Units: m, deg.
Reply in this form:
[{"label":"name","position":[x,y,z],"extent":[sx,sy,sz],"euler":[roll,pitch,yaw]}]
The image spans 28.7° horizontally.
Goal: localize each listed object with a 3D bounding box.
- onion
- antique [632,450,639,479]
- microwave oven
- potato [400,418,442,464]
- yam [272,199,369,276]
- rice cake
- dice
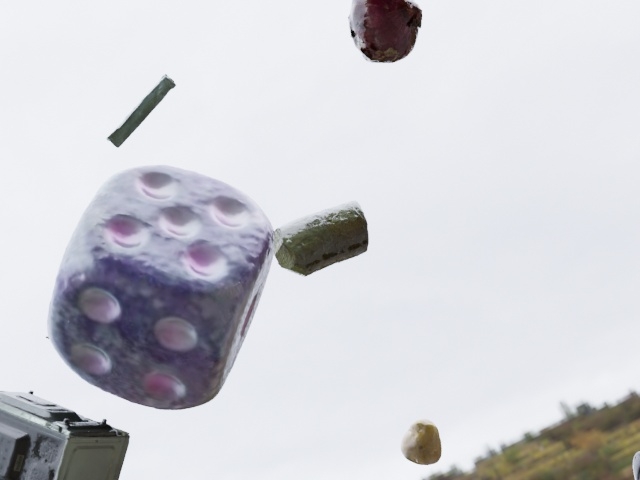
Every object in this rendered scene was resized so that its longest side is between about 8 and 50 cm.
[{"label":"onion","position":[0.080,-0.267,1.516],"extent":[0.097,0.107,0.107],"euler":[-6,-13,28]},{"label":"antique","position":[0.509,0.374,1.588],"extent":[0.185,0.255,0.322],"euler":[-10,-25,9]},{"label":"microwave oven","position":[-0.393,0.285,1.724],"extent":[0.163,0.205,0.129],"euler":[21,-95,-64]},{"label":"potato","position":[0.167,0.329,2.033],"extent":[0.068,0.083,0.062],"euler":[11,13,-1]},{"label":"yam","position":[0.000,0.000,1.464],"extent":[0.146,0.069,0.069],"euler":[-21,-22,-36]},{"label":"rice cake","position":[-0.243,-0.175,1.693],"extent":[0.121,0.022,0.021],"euler":[-48,18,-2]},{"label":"dice","position":[-0.234,0.070,1.872],"extent":[0.271,0.270,0.270],"euler":[21,-49,3]}]
